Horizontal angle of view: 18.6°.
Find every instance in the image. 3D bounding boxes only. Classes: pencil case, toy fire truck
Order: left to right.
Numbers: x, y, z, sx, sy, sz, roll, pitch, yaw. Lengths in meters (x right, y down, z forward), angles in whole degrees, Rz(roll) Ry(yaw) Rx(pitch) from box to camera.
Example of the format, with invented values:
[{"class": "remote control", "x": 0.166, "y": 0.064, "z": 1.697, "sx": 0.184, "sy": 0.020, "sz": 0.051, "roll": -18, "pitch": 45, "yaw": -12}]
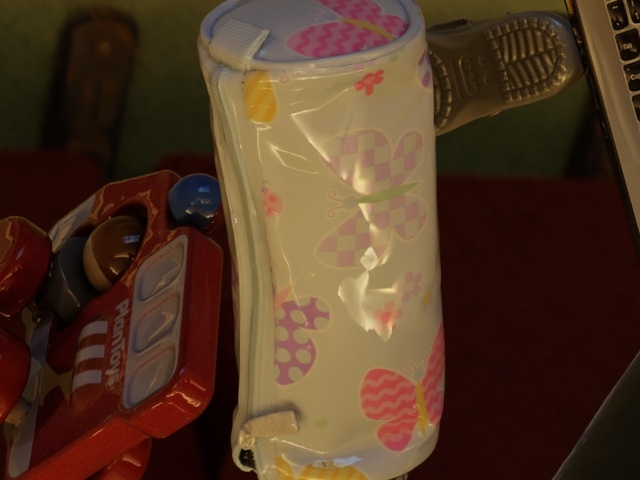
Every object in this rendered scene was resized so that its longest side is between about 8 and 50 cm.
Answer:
[{"class": "toy fire truck", "x": -0.168, "y": 0.065, "z": 1.587, "sx": 0.254, "sy": 0.302, "sz": 0.169, "roll": -32, "pitch": 125, "yaw": 30}, {"class": "pencil case", "x": 0.000, "y": 0.000, "z": 1.029, "sx": 0.124, "sy": 0.113, "sz": 0.273, "roll": -15, "pitch": 122, "yaw": -21}]

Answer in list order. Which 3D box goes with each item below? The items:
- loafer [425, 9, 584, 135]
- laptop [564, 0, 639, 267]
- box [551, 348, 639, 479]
[{"class": "loafer", "x": 0.128, "y": -0.138, "z": 1.607, "sx": 0.087, "sy": 0.251, "sz": 0.094, "roll": -16, "pitch": 99, "yaw": -44}, {"class": "laptop", "x": 0.389, "y": -0.195, "z": 1.348, "sx": 0.382, "sy": 0.236, "sz": 0.408, "roll": -19, "pitch": 96, "yaw": -26}, {"class": "box", "x": 0.234, "y": 0.156, "z": 0.444, "sx": 0.296, "sy": 0.183, "sz": 0.294, "roll": -8, "pitch": 114, "yaw": 35}]
